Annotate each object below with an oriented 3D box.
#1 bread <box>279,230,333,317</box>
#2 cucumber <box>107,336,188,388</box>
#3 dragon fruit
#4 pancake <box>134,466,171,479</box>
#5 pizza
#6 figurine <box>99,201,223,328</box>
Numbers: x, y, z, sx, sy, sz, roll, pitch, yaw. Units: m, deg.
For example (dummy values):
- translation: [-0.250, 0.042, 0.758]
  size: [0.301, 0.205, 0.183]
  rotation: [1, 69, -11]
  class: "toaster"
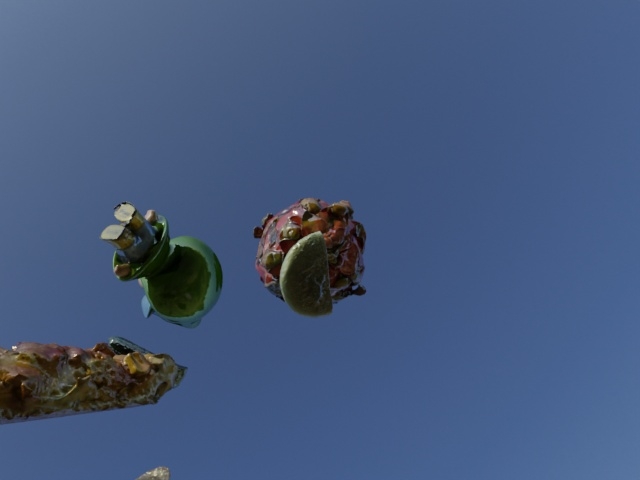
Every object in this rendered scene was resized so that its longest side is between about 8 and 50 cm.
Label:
- translation: [-0.031, 0.085, 1.001]
  size: [0.112, 0.036, 0.193]
  rotation: [-15, -73, -28]
  class: "bread"
- translation: [-0.426, 0.286, 1.149]
  size: [0.215, 0.058, 0.052]
  rotation: [24, -48, 9]
  class: "cucumber"
- translation: [0.000, 0.000, 1.247]
  size: [0.314, 0.263, 0.296]
  rotation: [6, -121, -17]
  class: "dragon fruit"
- translation: [-0.507, 0.712, 1.380]
  size: [0.152, 0.151, 0.025]
  rotation: [-17, -79, -7]
  class: "pancake"
- translation: [-0.320, 0.147, 0.489]
  size: [0.335, 0.226, 0.086]
  rotation: [0, -109, -18]
  class: "pizza"
- translation: [-0.268, 0.049, 0.829]
  size: [0.143, 0.162, 0.263]
  rotation: [-1, -37, 23]
  class: "figurine"
